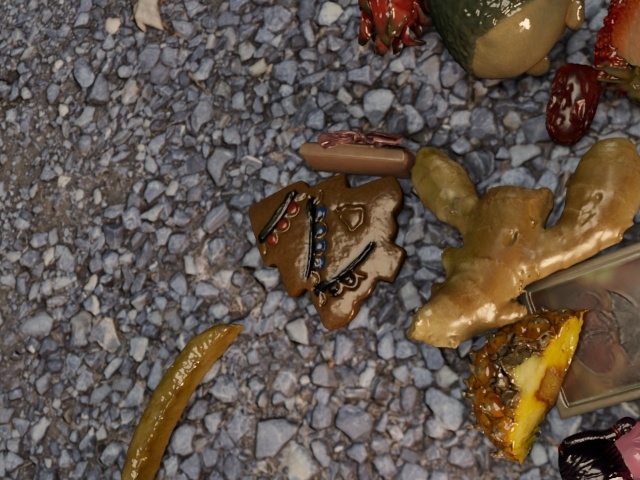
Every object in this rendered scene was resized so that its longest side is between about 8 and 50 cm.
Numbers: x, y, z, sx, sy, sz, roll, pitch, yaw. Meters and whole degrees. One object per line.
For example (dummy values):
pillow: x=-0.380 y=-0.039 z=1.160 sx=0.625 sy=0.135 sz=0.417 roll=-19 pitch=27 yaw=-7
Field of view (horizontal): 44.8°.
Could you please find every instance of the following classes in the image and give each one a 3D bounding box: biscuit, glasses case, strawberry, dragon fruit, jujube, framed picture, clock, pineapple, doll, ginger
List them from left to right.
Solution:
biscuit: x=0.000 y=0.000 z=1.327 sx=0.301 sy=0.043 sz=0.278 roll=17 pitch=85 yaw=23
glasses case: x=0.061 y=-0.161 z=1.309 sx=0.193 sy=0.102 sz=0.070 roll=7 pitch=75 yaw=22
dragon fruit: x=0.124 y=-0.399 z=1.335 sx=0.121 sy=0.130 sz=0.142 roll=-4 pitch=73 yaw=-14
doll: x=0.267 y=-0.427 z=1.233 sx=0.247 sy=0.247 sz=0.349 roll=-34 pitch=67 yaw=11
pineapple: x=0.259 y=0.189 z=1.128 sx=0.140 sy=0.164 sz=0.249 roll=26 pitch=102 yaw=41
ginger: x=0.297 y=0.008 z=1.160 sx=0.363 sy=0.122 sz=0.348 roll=4 pitch=66 yaw=15
jujube: x=0.394 y=-0.212 z=1.212 sx=0.077 sy=0.077 sz=0.129 roll=12 pitch=88 yaw=22
framed picture: x=0.449 y=0.117 z=1.116 sx=0.289 sy=0.020 sz=0.211 roll=-24 pitch=72 yaw=28
strawberry: x=0.490 y=-0.294 z=1.192 sx=0.167 sy=0.087 sz=0.208 roll=33 pitch=61 yaw=-9
clock: x=0.441 y=0.337 z=1.063 sx=0.195 sy=0.100 sz=0.194 roll=-24 pitch=73 yaw=15

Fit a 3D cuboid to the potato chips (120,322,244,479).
potato chips: x=-0.266 y=0.309 z=1.352 sx=0.080 sy=0.057 sz=0.407 roll=27 pitch=89 yaw=27
